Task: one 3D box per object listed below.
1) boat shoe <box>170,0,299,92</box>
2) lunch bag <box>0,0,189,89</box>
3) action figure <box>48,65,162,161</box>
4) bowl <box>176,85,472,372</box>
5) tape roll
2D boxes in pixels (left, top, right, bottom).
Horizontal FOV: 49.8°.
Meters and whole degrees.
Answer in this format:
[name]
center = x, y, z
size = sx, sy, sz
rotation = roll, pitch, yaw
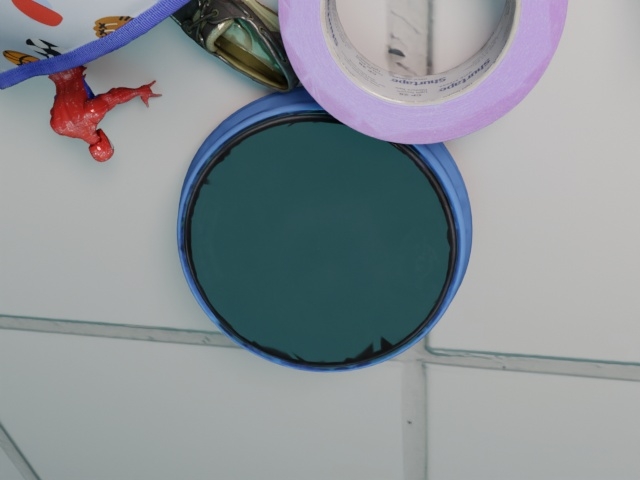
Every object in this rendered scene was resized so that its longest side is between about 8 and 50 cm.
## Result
[boat shoe]
center = -0.111, -0.247, 0.783
size = 0.224, 0.073, 0.080
rotation = 31, 132, -15
[lunch bag]
center = -0.251, -0.321, 0.549
size = 0.385, 0.239, 0.328
rotation = 6, 150, 48
[action figure]
center = -0.301, -0.237, 0.843
size = 0.091, 0.139, 0.280
rotation = -12, 106, 28
[bowl]
center = 0.000, 0.000, 0.893
size = 0.391, 0.077, 0.391
rotation = 3, 113, 6
[tape roll]
center = 0.099, -0.240, 0.693
size = 0.275, 0.090, 0.274
rotation = 4, 123, 6
